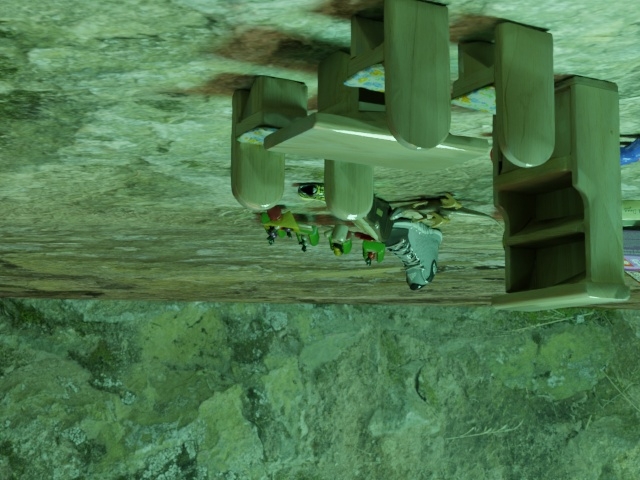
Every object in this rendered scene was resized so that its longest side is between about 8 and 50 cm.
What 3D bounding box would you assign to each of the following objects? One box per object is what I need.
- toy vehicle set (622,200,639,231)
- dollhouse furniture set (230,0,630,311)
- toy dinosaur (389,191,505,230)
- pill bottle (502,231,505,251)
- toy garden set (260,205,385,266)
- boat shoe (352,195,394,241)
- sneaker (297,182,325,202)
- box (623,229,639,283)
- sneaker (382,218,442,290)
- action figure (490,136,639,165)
[{"bbox_3d":[0.580,-0.042,2.031,0.266,0.035,0.166,0,171,3],"label":"toy vehicle set"},{"bbox_3d":[0.138,-0.063,1.230,0.394,0.257,0.362,5,169,-29],"label":"dollhouse furniture set"},{"bbox_3d":[0.230,-0.054,1.949,0.211,0.064,0.112,7,-175,6],"label":"toy dinosaur"},{"bbox_3d":[0.397,-0.011,2.015,0.103,0.103,0.184,0,171,2],"label":"pill bottle"},{"bbox_3d":[0.000,0.000,2.089,0.244,0.049,0.204,14,170,5],"label":"toy garden set"},{"bbox_3d":[0.079,-0.049,1.965,0.072,0.068,0.190,11,167,21],"label":"boat shoe"},{"bbox_3d":[0.001,-0.080,1.835,0.083,0.031,0.035,-1,170,8],"label":"sneaker"},{"bbox_3d":[0.693,0.047,1.995,0.201,0.057,0.293,30,162,-39],"label":"box"},{"bbox_3d":[0.181,0.032,2.202,0.086,0.132,0.228,-6,169,36],"label":"sneaker"},{"bbox_3d":[0.371,-0.081,1.513,0.280,0.139,0.091,4,169,-6],"label":"action figure"}]
